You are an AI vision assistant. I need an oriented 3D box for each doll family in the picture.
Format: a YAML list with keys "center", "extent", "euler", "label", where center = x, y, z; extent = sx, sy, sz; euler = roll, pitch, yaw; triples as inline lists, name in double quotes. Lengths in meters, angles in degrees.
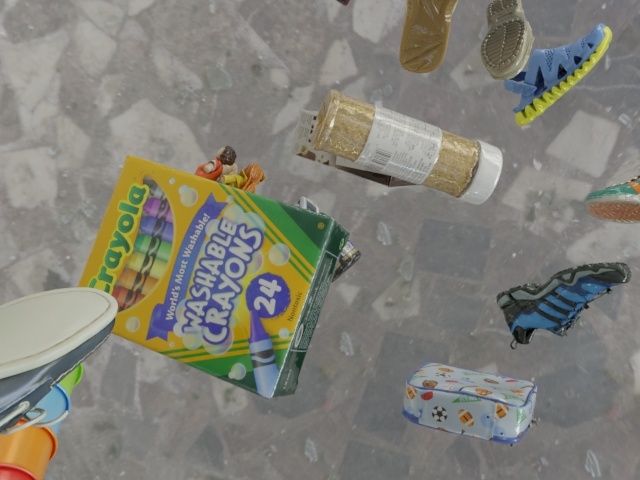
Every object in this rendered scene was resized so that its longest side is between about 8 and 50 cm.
- center: [-0.180, -0.094, 1.255]
  extent: [0.163, 0.263, 0.118]
  euler: [-40, 93, -6]
  label: "doll family"

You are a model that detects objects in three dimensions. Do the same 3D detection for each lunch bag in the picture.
- center: [0.362, 0.379, 1.544]
  extent: [0.303, 0.243, 0.115]
  euler: [9, 97, 25]
  label: "lunch bag"

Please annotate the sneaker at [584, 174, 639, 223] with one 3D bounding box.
- center: [0.819, -0.121, 1.625]
  extent: [0.301, 0.108, 0.121]
  euler: [-2, 58, 21]
  label: "sneaker"

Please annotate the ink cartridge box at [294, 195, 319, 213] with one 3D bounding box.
- center: [-0.073, 0.060, 1.065]
  extent: [0.045, 0.208, 0.206]
  euler: [30, 119, -23]
  label: "ink cartridge box"

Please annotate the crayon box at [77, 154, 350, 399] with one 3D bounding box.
- center: [-0.153, 0.030, 0.761]
  extent: [0.322, 0.083, 0.203]
  euler: [18, 85, 18]
  label: "crayon box"

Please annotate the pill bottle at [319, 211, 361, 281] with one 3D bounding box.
- center: [0.000, 0.000, 1.804]
  extent: [0.123, 0.123, 0.219]
  euler: [-44, 84, 15]
  label: "pill bottle"

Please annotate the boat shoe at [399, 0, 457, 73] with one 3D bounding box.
- center: [0.172, -0.397, 0.996]
  extent: [0.098, 0.096, 0.277]
  euler: [8, 139, -5]
  label: "boat shoe"

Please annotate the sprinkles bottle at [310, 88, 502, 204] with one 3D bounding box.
- center: [0.164, -0.176, 1.244]
  extent: [0.355, 0.121, 0.121]
  euler: [18, 99, -11]
  label: "sprinkles bottle"

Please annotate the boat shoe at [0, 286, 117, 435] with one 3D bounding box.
- center: [-0.271, 0.124, 0.523]
  extent: [0.095, 0.254, 0.079]
  euler: [17, 126, 30]
  label: "boat shoe"

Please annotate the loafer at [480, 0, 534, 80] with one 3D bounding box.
- center: [0.392, -0.409, 1.337]
  extent: [0.101, 0.269, 0.092]
  euler: [-16, 131, 33]
  label: "loafer"

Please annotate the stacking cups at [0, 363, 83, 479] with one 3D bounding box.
- center: [-0.323, 0.206, 0.726]
  extent: [0.095, 0.316, 0.096]
  euler: [-5, 123, -8]
  label: "stacking cups"

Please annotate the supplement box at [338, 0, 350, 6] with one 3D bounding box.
- center: [-0.012, -0.486, 1.108]
  extent: [0.188, 0.104, 0.081]
  euler: [32, 107, -8]
  label: "supplement box"

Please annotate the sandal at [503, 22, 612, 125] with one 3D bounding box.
- center: [0.575, -0.426, 1.623]
  extent: [0.138, 0.126, 0.317]
  euler: [50, 133, 3]
  label: "sandal"

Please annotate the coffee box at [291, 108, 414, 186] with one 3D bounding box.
- center: [0.100, -0.229, 1.596]
  extent: [0.297, 0.168, 0.119]
  euler: [23, 108, 33]
  label: "coffee box"

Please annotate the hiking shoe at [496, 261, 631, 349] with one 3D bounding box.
- center: [0.529, 0.135, 1.393]
  extent: [0.304, 0.113, 0.132]
  euler: [-30, 69, 45]
  label: "hiking shoe"
